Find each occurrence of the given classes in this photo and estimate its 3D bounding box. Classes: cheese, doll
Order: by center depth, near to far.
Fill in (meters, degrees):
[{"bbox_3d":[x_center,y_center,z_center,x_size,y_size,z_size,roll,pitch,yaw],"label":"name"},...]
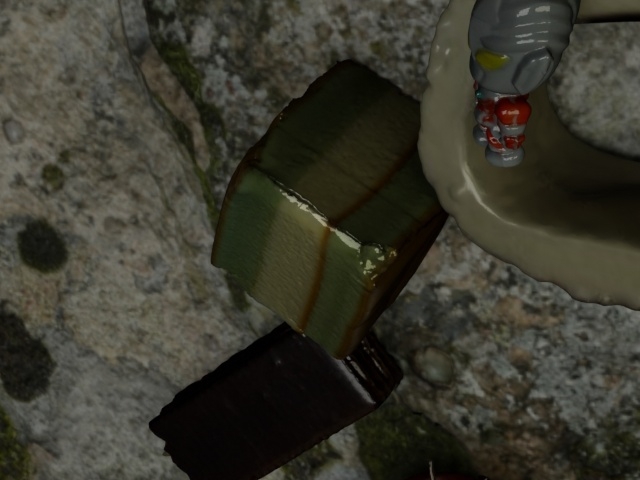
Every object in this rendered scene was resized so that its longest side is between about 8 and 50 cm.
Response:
[{"bbox_3d":[0.135,-0.128,1.321,0.079,0.094,0.180,-5,133,-16],"label":"doll"},{"bbox_3d":[0.236,-0.108,1.410,0.332,0.153,0.292,4,117,33],"label":"cheese"}]

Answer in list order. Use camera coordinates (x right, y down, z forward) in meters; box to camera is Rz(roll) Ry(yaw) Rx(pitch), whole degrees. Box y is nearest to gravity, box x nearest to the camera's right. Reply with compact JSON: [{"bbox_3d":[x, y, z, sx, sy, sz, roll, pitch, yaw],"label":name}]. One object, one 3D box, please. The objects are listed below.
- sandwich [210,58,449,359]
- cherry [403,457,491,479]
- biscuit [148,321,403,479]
[{"bbox_3d":[-0.001,0.000,1.555,0.155,0.227,0.198,35,124,7],"label":"sandwich"},{"bbox_3d":[0.096,0.312,1.701,0.192,0.175,0.249,53,127,5],"label":"cherry"},{"bbox_3d":[-0.046,0.150,1.750,0.252,0.070,0.106,-35,96,34],"label":"biscuit"}]
